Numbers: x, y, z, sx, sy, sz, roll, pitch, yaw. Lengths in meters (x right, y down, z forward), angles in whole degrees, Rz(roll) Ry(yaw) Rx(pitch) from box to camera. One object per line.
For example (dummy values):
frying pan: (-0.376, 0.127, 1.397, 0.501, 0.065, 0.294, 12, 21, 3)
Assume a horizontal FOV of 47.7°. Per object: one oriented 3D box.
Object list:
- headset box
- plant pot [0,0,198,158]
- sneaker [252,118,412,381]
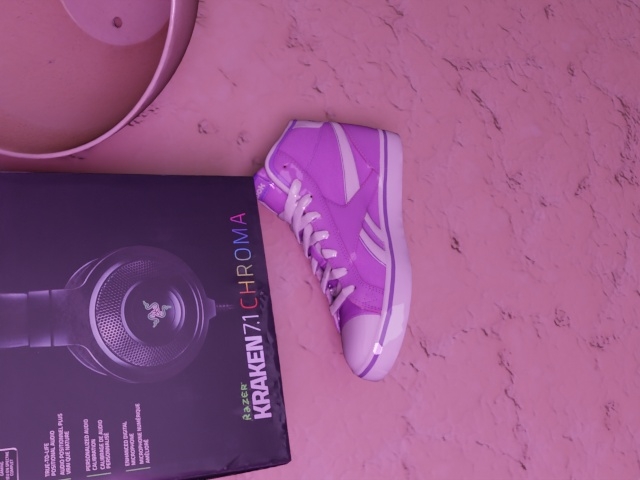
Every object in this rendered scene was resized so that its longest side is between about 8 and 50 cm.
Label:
headset box: (-0.190, 0.078, 0.582, 0.282, 0.131, 0.247, 0, 70, -23)
plant pot: (-0.222, -0.234, 0.637, 0.284, 0.284, 0.191, 41, 24, -4)
sneaker: (0.000, 0.000, 0.723, 0.161, 0.102, 0.282, 10, 56, -17)
